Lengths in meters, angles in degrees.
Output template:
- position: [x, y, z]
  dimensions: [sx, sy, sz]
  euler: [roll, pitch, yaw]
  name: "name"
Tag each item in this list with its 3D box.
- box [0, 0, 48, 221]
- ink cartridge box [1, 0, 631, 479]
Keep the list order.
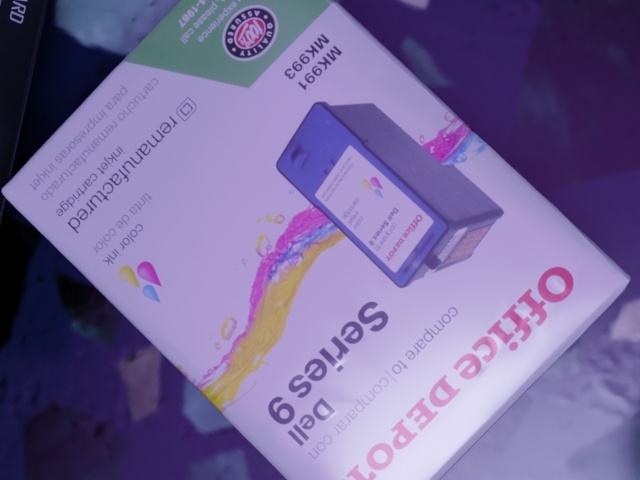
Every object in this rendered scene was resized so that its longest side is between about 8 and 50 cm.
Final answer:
- position: [-0.236, -0.114, 0.548]
  dimensions: [0.243, 0.076, 0.307]
  euler: [11, 88, 26]
  name: "box"
- position: [0.000, 0.000, 0.537]
  dimensions: [0.212, 0.093, 0.154]
  euler: [45, 92, 6]
  name: "ink cartridge box"
